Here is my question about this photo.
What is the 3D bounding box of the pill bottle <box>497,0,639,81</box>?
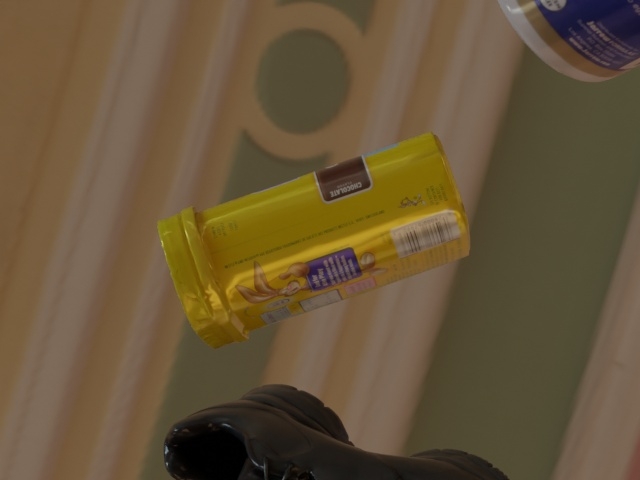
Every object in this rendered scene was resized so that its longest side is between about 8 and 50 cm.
[{"bbox_3d":[0.174,-0.156,0.818,0.112,0.186,0.112,23,-125,-36],"label":"pill bottle"}]

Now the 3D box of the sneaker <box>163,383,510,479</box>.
[{"bbox_3d":[0.011,0.181,1.226,0.130,0.286,0.109,-3,-76,-51],"label":"sneaker"}]

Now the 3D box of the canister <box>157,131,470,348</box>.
[{"bbox_3d":[0.000,0.000,1.079,0.170,0.126,0.073,-19,-102,1],"label":"canister"}]
